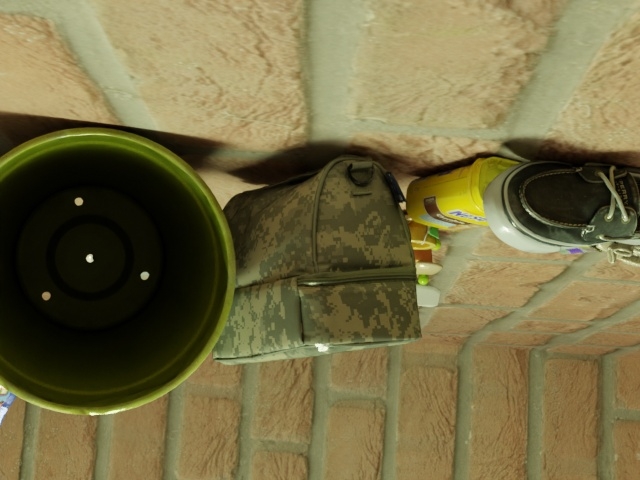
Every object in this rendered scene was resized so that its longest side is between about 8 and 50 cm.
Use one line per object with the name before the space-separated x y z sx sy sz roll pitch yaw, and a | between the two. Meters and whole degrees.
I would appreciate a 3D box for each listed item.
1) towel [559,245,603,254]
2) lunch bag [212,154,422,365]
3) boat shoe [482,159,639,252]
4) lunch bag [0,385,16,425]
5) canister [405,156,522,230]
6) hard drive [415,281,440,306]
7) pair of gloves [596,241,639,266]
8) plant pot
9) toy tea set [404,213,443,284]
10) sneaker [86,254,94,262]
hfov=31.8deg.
towel | 0.449 0.015 1.978 0.083 0.009 0.060 -4 167 35
lunch bag | -0.016 0.030 1.554 0.212 0.256 0.305 -4 175 -36
boat shoe | 0.358 -0.055 1.434 0.335 0.121 0.119 -2 167 -34
lunch bag | -0.561 0.116 1.607 0.221 0.293 0.138 12 131 -31
canister | 0.210 -0.058 1.524 0.126 0.073 0.170 11 169 -29
hard drive | 0.060 0.062 2.052 0.203 0.040 0.307 8 -174 -22
pair of gloves | 0.402 -0.001 1.650 0.240 0.042 0.204 12 -169 15
plant pot | -0.324 0.032 1.600 0.366 0.367 0.353 6 -179 -12
toy tea set | 0.081 0.019 1.834 0.336 0.124 0.200 11 167 -32
sneaker | -0.481 0.038 2.334 0.070 0.051 0.134 9 165 4
